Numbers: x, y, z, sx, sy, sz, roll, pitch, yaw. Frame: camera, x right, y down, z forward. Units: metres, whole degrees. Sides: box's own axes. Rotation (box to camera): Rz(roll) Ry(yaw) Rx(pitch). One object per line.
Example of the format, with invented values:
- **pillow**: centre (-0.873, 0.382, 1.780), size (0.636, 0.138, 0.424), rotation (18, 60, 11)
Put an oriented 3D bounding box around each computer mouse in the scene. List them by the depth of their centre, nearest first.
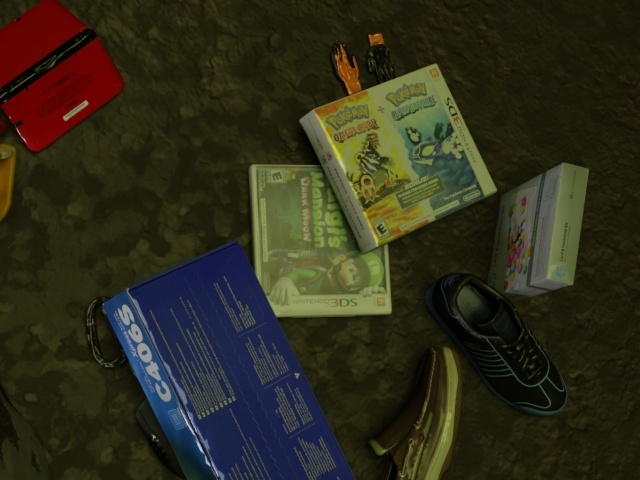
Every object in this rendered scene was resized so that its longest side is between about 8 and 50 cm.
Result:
- **computer mouse**: centre (-0.199, 0.171, 1.373), size (0.071, 0.041, 0.242), rotation (-34, 90, -18)

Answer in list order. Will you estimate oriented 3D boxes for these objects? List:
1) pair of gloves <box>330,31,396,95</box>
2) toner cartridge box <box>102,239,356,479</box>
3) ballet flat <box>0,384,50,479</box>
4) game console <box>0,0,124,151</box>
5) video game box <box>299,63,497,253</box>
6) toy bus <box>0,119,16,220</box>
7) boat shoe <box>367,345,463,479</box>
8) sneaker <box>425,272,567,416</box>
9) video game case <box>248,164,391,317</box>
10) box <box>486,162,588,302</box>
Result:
- **pair of gloves**: centre (0.056, -0.228, 1.530), size (0.083, 0.010, 0.074), rotation (-17, 84, -21)
- **toner cartridge box**: centre (-0.097, 0.190, 1.357), size (0.165, 0.075, 0.347), rotation (-24, 88, -36)
- **ballet flat**: centre (-0.375, 0.205, 1.314), size (0.084, 0.058, 0.249), rotation (-30, 96, -50)
- **game console**: centre (-0.331, -0.198, 1.413), size (0.144, 0.085, 0.124), rotation (-40, 124, -18)
- **video game box**: centre (0.101, -0.106, 1.485), size (0.205, 0.048, 0.187), rotation (-25, 86, -30)
- **toy bus**: centre (-0.440, -0.076, 1.310), size (0.191, 0.202, 0.104), rotation (2, 111, -23)
- **boat shoe**: centre (0.106, 0.249, 1.421), size (0.095, 0.095, 0.257), rotation (12, 78, -8)
- **sneaker**: centre (0.229, 0.132, 1.475), size (0.232, 0.090, 0.081), rotation (43, 72, -5)
- **video game case**: centre (0.000, 0.000, 1.469), size (0.173, 0.022, 0.190), rotation (0, 81, -16)
- **box**: centre (0.263, -0.004, 1.458), size (0.038, 0.186, 0.145), rotation (13, 77, -11)
